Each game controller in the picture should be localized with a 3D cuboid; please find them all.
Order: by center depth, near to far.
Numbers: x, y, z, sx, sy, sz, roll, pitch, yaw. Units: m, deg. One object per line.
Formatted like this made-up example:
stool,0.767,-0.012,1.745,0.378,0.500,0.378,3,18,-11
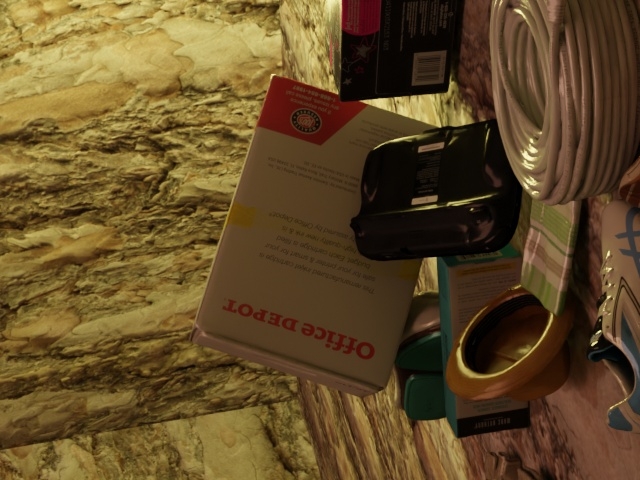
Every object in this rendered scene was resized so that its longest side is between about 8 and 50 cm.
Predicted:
game controller,0.146,-0.062,1.755,0.319,0.067,0.166,-5,66,57

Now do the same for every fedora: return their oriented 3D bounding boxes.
fedora,0.234,0.129,1.594,0.079,0.194,0.194,45,-176,-21

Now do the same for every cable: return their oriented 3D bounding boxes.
cable,0.238,-0.166,1.374,0.257,0.089,0.257,-133,34,-76

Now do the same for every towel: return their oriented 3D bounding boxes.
towel,0.253,-0.005,1.536,0.113,0.023,0.152,-123,38,-70

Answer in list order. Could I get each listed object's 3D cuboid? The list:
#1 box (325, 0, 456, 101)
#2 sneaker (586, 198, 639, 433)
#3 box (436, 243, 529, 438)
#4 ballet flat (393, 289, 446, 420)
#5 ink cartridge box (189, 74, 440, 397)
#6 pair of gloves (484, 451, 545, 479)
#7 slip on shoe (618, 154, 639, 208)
box,0.095,-0.331,1.866,0.247,0.163,0.142,91,171,-45
sneaker,0.283,0.064,1.276,0.085,0.086,0.237,89,178,-60
box,0.210,0.129,1.784,0.060,0.100,0.244,-117,21,-68
ballet flat,0.164,0.148,2.042,0.400,0.139,0.139,93,166,-65
ink cartridge box,0.000,0.000,1.960,0.160,0.279,0.385,126,162,-76
pair of gloves,0.271,0.390,1.842,0.240,0.042,0.204,-179,84,-79
slip on shoe,0.302,-0.064,1.230,0.041,0.051,0.135,-60,-11,-15
